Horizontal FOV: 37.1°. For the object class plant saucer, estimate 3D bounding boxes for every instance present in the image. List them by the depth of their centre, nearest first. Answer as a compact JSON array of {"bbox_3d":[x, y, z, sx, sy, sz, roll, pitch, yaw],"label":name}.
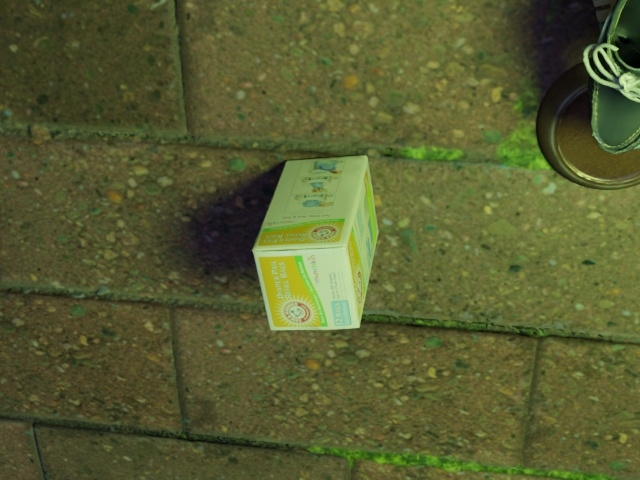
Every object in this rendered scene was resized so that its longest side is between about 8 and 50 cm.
[{"bbox_3d":[0.327,-0.124,1.063,0.169,0.029,0.168,4,123,7],"label":"plant saucer"}]

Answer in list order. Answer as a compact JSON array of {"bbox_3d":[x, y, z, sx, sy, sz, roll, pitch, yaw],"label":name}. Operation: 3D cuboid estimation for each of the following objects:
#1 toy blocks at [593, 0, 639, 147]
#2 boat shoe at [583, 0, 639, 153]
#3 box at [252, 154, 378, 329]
[{"bbox_3d":[0.379,-0.249,0.905,0.261,0.190,0.381,-7,122,28],"label":"toy blocks"},{"bbox_3d":[0.296,-0.173,0.866,0.095,0.079,0.254,28,139,14],"label":"boat shoe"},{"bbox_3d":[0.000,0.000,1.097,0.103,0.203,0.114,-3,122,12],"label":"box"}]
